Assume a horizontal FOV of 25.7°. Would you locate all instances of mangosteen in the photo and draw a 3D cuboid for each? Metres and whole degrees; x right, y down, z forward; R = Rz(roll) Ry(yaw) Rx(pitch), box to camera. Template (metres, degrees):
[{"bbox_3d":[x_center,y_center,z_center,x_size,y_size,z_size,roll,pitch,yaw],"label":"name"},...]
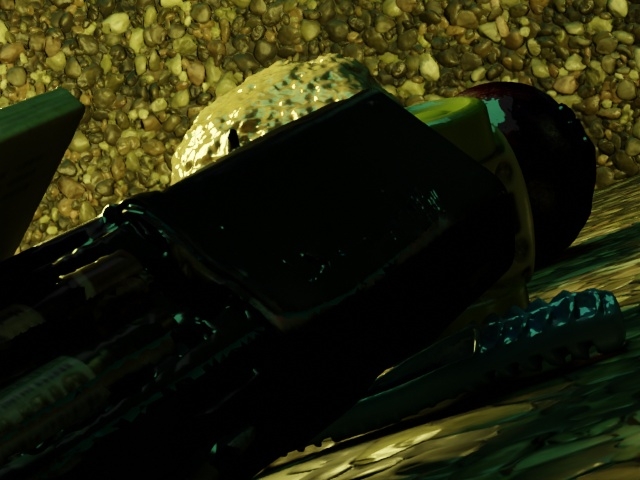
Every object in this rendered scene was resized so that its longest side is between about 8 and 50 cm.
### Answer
[{"bbox_3d":[0.168,-0.049,1.410,0.230,0.194,0.194,-43,-7,18],"label":"mangosteen"}]

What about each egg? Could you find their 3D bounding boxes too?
[{"bbox_3d":[-0.008,-0.034,1.284,0.279,0.279,0.310,-19,15,10],"label":"egg"}]

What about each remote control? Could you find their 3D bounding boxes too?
[{"bbox_3d":[-0.042,0.023,0.584,0.399,0.145,0.062,-34,-24,-52],"label":"remote control"}]

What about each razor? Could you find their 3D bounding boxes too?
[{"bbox_3d":[0.023,0.072,0.678,0.253,0.042,0.082,-17,19,0],"label":"razor"}]

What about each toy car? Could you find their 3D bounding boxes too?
[{"bbox_3d":[0.000,0.000,0.879,0.235,0.145,0.235,-13,14,3],"label":"toy car"}]

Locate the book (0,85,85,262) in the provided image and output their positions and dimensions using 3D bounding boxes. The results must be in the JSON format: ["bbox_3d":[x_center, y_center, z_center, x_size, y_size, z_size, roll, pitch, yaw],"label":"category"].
[{"bbox_3d":[-0.203,0.074,0.518,0.282,0.025,0.215,-55,-11,32],"label":"book"}]
